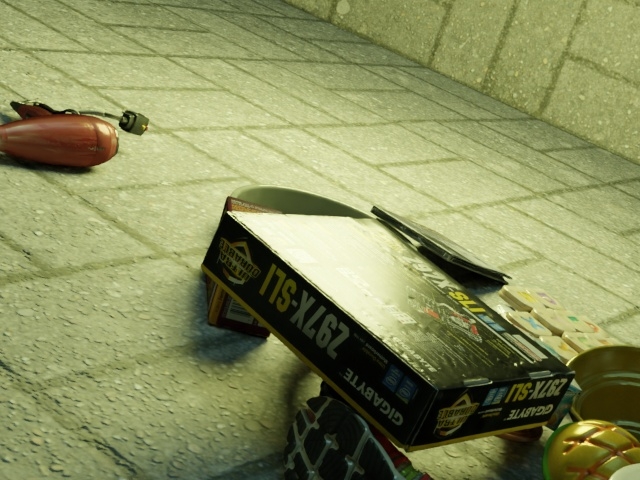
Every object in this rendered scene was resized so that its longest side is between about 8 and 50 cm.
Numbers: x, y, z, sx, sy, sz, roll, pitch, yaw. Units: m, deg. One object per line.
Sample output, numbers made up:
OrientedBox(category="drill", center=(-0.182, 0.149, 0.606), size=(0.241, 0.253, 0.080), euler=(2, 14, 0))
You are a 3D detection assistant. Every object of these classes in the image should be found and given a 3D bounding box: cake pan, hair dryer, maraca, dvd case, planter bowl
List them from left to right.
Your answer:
OrientedBox(category="hair dryer", center=(-0.409, -0.162, 1.793), size=(0.223, 0.080, 0.293), euler=(7, 11, 12))
OrientedBox(category="cake pan", center=(0.000, 0.000, 1.728), size=(0.293, 0.054, 0.293), euler=(17, 19, -6))
OrientedBox(category="dvd case", center=(0.195, 0.008, 1.860), size=(0.164, 0.018, 0.221), euler=(34, 8, 34))
OrientedBox(category="maraca", center=(0.297, 0.266, 1.225), size=(0.127, 0.099, 0.186), euler=(4, 45, -6))
OrientedBox(category="planter bowl", center=(0.383, 0.223, 1.394), size=(0.217, 0.090, 0.217), euler=(5, 30, -3))

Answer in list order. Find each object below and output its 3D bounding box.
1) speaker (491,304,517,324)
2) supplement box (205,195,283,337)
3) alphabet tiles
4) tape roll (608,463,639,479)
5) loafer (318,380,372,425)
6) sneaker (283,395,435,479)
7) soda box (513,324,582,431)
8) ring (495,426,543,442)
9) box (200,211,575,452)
OrientedBox(category="speaker", center=(0.264, 0.140, 1.598), size=(0.055, 0.055, 0.136), euler=(14, 20, -14))
OrientedBox(category="supplement box", center=(-0.092, 0.030, 1.479), size=(0.080, 0.104, 0.188), euler=(16, 19, -12))
OrientedBox(category="alphabet tiles", center=(0.380, 0.151, 1.639), size=(0.284, 0.021, 0.278), euler=(40, 18, 32))
OrientedBox(category="tape roll", center=(0.321, 0.322, 0.975), size=(0.246, 0.169, 0.246), euler=(17, 20, -6))
OrientedBox(category="loafer", center=(0.038, 0.166, 1.269), size=(0.076, 0.078, 0.223), euler=(22, 19, 7))
OrientedBox(category="sneaker", center=(0.073, 0.250, 1.087), size=(0.279, 0.107, 0.118), euler=(39, 9, 37))
OrientedBox(category="soda box", center=(0.250, 0.158, 1.377), size=(0.063, 0.058, 0.183), euler=(30, 10, -5))
OrientedBox(category="ring", center=(0.123, 0.131, 1.397), size=(0.336, 0.032, 0.336), euler=(31, 10, -6))
OrientedBox(category="box", center=(0.069, 0.082, 1.223), size=(0.322, 0.079, 0.257), euler=(39, 21, 34))
